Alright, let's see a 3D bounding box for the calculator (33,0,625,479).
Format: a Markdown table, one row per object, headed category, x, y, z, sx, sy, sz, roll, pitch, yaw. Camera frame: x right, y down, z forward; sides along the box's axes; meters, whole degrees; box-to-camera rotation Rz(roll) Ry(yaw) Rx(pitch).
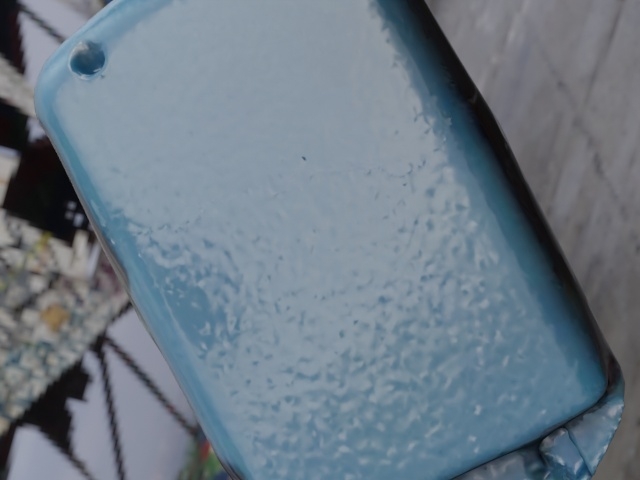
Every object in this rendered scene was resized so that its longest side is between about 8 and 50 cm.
| category | x | y | z | sx | sy | sz | roll | pitch | yaw |
| --- | --- | --- | --- | --- | --- | --- | --- | --- | --- |
| calculator | 0.000 | 0.000 | 0.654 | 0.173 | 0.293 | 0.051 | -28 | 0 | 13 |
